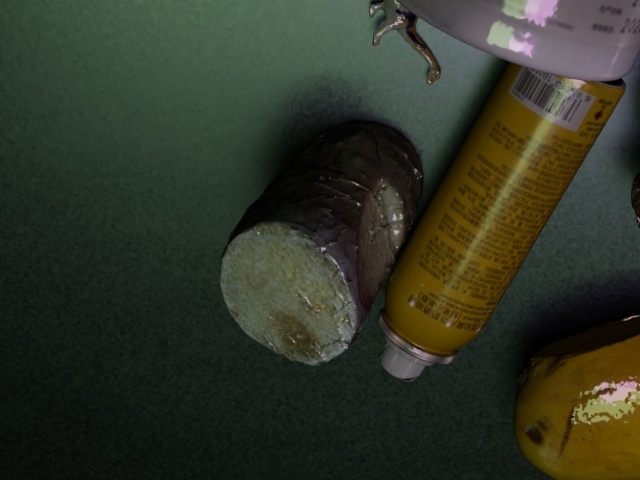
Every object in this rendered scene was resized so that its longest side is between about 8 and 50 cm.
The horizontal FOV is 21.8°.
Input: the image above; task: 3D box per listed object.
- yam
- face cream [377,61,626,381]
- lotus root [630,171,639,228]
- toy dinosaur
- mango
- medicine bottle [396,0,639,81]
[{"bbox_3d":[0.000,0.000,1.483,0.154,0.254,0.154,7,120,13],"label":"yam"},{"bbox_3d":[0.150,-0.018,1.529,0.105,0.105,0.348,25,112,-6],"label":"face cream"},{"bbox_3d":[0.419,-0.143,1.410,0.196,0.179,0.397,45,117,1],"label":"lotus root"},{"bbox_3d":[0.065,-0.220,1.489,0.058,0.037,0.180,-20,119,-13],"label":"toy dinosaur"},{"bbox_3d":[0.310,0.147,1.576,0.262,0.130,0.167,-21,112,7],"label":"mango"},{"bbox_3d":[0.190,-0.278,1.344,0.238,0.238,0.231,19,113,-4],"label":"medicine bottle"}]
